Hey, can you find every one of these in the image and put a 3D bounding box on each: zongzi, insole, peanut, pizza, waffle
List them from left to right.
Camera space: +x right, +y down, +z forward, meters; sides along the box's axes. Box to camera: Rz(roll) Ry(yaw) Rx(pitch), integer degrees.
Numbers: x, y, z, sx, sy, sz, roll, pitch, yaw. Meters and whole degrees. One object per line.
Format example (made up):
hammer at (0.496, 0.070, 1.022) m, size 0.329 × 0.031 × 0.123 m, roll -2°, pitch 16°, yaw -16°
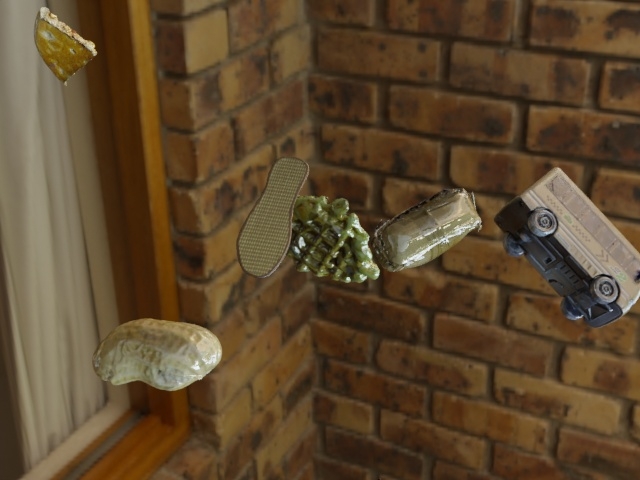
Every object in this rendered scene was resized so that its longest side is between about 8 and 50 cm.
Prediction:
pizza at (-0.503, -0.385, 1.847) m, size 0.131 × 0.178 × 0.041 m, roll -1°, pitch -133°, yaw 21°
peanut at (-0.410, 0.278, 2.325) m, size 0.340 × 0.174 × 0.158 m, roll 8°, pitch -150°, yaw 17°
insole at (-0.078, -0.044, 1.524) m, size 0.086 × 0.005 × 0.253 m, roll 12°, pitch -125°, yaw 6°
waffle at (-0.001, 0.002, 1.747) m, size 0.223 × 0.204 × 0.054 m, roll 6°, pitch -133°, yaw 37°
zongzi at (0.160, -0.008, 1.608) m, size 0.194 × 0.099 × 0.197 m, roll -26°, pitch 180°, yaw -21°

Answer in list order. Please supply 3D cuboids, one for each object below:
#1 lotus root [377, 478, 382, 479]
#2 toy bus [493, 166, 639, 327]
lotus root at (0.091, 0.496, 1.426) m, size 0.167 × 0.329 × 0.078 m, roll 11°, pitch -142°, yaw 10°
toy bus at (0.475, 0.014, 1.741) m, size 0.157 × 0.139 × 0.289 m, roll -39°, pitch -98°, yaw -23°
